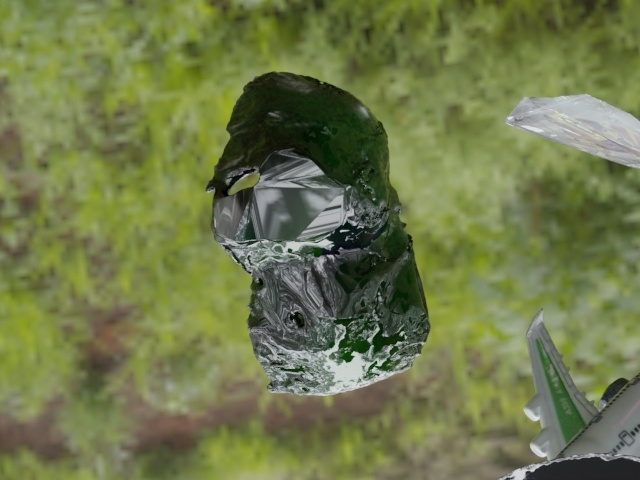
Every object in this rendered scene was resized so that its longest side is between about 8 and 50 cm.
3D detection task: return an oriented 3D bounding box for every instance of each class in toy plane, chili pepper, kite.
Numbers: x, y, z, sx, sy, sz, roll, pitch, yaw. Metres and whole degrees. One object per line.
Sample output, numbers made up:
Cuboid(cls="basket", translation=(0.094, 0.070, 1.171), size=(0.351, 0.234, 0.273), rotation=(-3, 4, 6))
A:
Cuboid(cls="toy plane", translation=(0.245, 0.169, 1.598), size=(0.251, 0.255, 0.101), rotation=(33, 164, 33))
Cuboid(cls="chili pepper", translation=(-0.002, -0.002, 1.530), size=(0.148, 0.264, 0.116), rotation=(-8, -169, 10))
Cuboid(cls="kite", translation=(0.235, -0.042, 1.240), size=(0.245, 0.015, 0.141), rotation=(21, 175, -14))

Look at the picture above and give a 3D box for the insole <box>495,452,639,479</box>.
Cuboid(cls="insole", translation=(0.236, 0.187, 1.396), size=(0.322, 0.007, 0.109), rotation=(-5, 125, -21))
